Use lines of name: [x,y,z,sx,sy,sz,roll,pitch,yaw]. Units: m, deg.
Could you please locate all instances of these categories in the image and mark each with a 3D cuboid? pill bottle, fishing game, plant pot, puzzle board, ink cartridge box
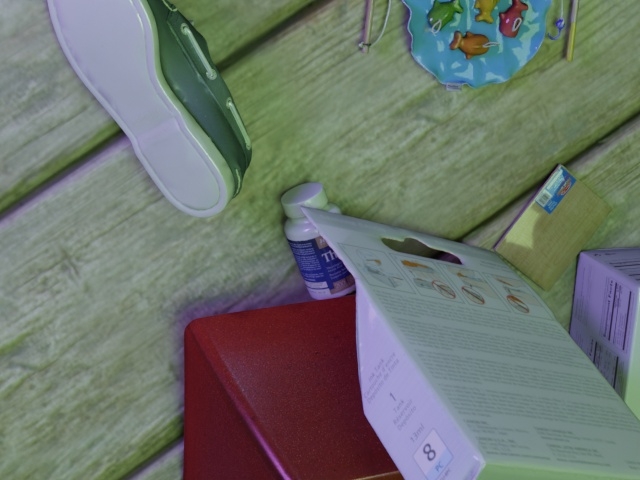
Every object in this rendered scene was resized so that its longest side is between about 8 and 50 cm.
pill bottle: [0.000,0.000,1.449,0.067,0.067,0.120,-26,114,-11]
fishing game: [0.173,-0.255,1.448,0.264,0.041,0.189,3,103,-21]
plant pot: [0.014,0.237,1.405,0.267,0.236,0.267,-8,124,-18]
puzzle board: [0.276,-0.015,1.580,0.096,0.011,0.128,37,91,-25]
ink cartridge box: [0.154,0.132,1.359,0.308,0.385,0.091,12,119,-39]

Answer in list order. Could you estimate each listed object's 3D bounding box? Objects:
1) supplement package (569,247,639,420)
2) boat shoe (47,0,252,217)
supplement package: [0.420,0.150,1.612,0.204,0.145,0.262,-3,108,-19]
boat shoe: [-0.166,-0.178,1.333,0.319,0.116,0.099,62,38,-18]
